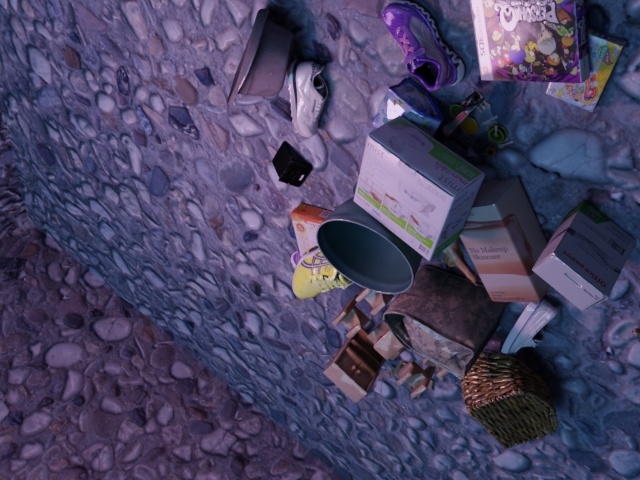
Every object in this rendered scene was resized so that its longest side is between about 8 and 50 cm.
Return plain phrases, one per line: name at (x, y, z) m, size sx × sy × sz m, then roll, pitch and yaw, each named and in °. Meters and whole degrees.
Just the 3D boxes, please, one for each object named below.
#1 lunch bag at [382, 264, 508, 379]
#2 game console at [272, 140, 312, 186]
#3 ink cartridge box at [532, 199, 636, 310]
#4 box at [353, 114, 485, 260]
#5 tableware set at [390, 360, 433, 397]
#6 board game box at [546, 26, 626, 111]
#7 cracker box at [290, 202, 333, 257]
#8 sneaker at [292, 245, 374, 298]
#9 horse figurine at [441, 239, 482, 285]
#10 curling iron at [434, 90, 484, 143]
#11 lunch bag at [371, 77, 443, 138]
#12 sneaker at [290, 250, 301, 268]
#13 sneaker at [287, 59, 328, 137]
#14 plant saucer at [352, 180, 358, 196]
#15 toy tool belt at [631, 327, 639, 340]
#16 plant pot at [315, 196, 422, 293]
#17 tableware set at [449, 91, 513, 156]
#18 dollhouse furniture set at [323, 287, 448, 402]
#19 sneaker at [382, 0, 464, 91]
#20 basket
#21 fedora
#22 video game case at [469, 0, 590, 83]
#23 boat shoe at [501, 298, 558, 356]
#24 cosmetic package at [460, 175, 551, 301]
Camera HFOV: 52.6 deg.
lunch bag at (0.349, 0.217, 1.863) m, size 0.287 × 0.235 × 0.168 m, roll 29°, pitch 142°, yaw 21°
game console at (-0.090, -0.237, 2.032) m, size 0.107 × 0.071 × 0.122 m, roll 18°, pitch 148°, yaw -15°
ink cartridge box at (0.593, 0.033, 1.458) m, size 0.153 × 0.208 × 0.087 m, roll 41°, pitch 145°, yaw 6°
box at (0.223, -0.124, 1.545) m, size 0.262 × 0.127 × 0.231 m, roll 40°, pitch 146°, yaw 25°
tableware set at (0.329, 0.501, 2.359) m, size 0.169 × 0.020 × 0.141 m, roll 35°, pitch 144°, yaw 12°
board game box at (0.528, -0.344, 1.297) m, size 0.104 × 0.026 × 0.154 m, roll 30°, pitch 142°, yaw 21°
cracker box at (0.000, 0.000, 2.135) m, size 0.156 × 0.067 × 0.232 m, roll 17°, pitch 136°, yaw 31°
sneaker at (0.035, 0.090, 2.025) m, size 0.145 × 0.147 × 0.385 m, roll 35°, pitch 130°, yaw -20°
horse figurine at (0.334, -0.011, 1.726) m, size 0.174 × 0.066 × 0.263 m, roll -117°, pitch 5°, yaw -74°
curling iron at (0.313, -0.269, 1.537) m, size 0.035 × 0.068 × 0.274 m, roll 44°, pitch 157°, yaw 4°
lunch bag at (0.222, -0.299, 1.588) m, size 0.151 × 0.096 × 0.128 m, roll 45°, pitch 146°, yaw 16°
sneaker at (-0.037, 0.108, 2.285) m, size 0.170 × 0.068 × 0.071 m, roll 51°, pitch 139°, yaw -8°
sneaker at (-0.026, -0.378, 1.770) m, size 0.095 × 0.090 × 0.235 m, roll 7°, pitch 138°, yaw 16°
plant saucer at (0.149, -0.132, 1.892) m, size 0.119 × 0.021 × 0.119 m, roll 26°, pitch 141°, yaw 23°
toy tool belt at (0.814, 0.231, 1.588) m, size 0.083 × 0.052 × 0.051 m, roll 37°, pitch 113°, yaw 5°
plant pot at (0.161, -0.021, 1.776) m, size 0.293 × 0.196 × 0.293 m, roll 25°, pitch 149°, yaw 16°
tableware set at (0.375, -0.268, 1.529) m, size 0.154 × 0.024 × 0.104 m, roll 52°, pitch 144°, yaw -12°
dollhouse furniture set at (0.224, 0.330, 2.183) m, size 0.362 × 0.256 × 0.394 m, roll 43°, pitch 124°, yaw 1°
sneaker at (0.218, -0.429, 1.451) m, size 0.236 × 0.104 × 0.095 m, roll 49°, pitch 146°, yaw -5°
basket at (0.563, 0.442, 1.933) m, size 0.214 × 0.223 × 0.299 m, roll -28°, pitch 128°, yaw 21°
fedora at (-0.146, -0.469, 1.713) m, size 0.125 × 0.243 × 0.275 m, roll 18°, pitch 137°, yaw -12°
video game case at (0.413, -0.420, 1.292) m, size 0.232 × 0.042 × 0.210 m, roll 17°, pitch 135°, yaw 44°
boat shoe at (0.578, 0.258, 1.800) m, size 0.084 × 0.095 × 0.258 m, roll 35°, pitch 145°, yaw 21°
cosmetic package at (0.461, 0.003, 1.627) m, size 0.153 × 0.129 × 0.296 m, roll -7°, pitch 120°, yaw 51°
